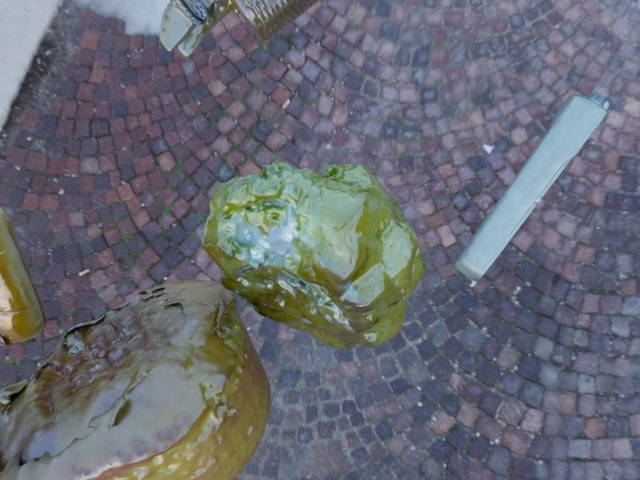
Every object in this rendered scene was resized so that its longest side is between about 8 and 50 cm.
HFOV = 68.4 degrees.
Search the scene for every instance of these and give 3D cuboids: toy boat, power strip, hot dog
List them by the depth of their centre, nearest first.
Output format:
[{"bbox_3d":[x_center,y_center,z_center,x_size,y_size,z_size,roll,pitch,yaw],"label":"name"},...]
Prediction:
[{"bbox_3d":[-0.031,-0.289,0.465,0.310,0.089,0.115,-34,103,4],"label":"toy boat"},{"bbox_3d":[0.264,-0.060,0.612,0.048,0.080,0.286,35,113,16],"label":"power strip"},{"bbox_3d":[-0.439,0.057,0.627,0.102,0.076,0.249,12,125,7],"label":"hot dog"}]

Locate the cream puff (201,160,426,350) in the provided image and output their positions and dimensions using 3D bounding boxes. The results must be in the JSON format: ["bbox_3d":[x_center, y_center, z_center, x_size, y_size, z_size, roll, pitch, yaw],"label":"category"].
[{"bbox_3d":[0.000,-0.001,0.563,0.281,0.282,0.185,32,62,2],"label":"cream puff"}]

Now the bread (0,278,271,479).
[{"bbox_3d":[-0.245,0.220,0.628,0.358,0.337,0.204,-24,113,6],"label":"bread"}]
